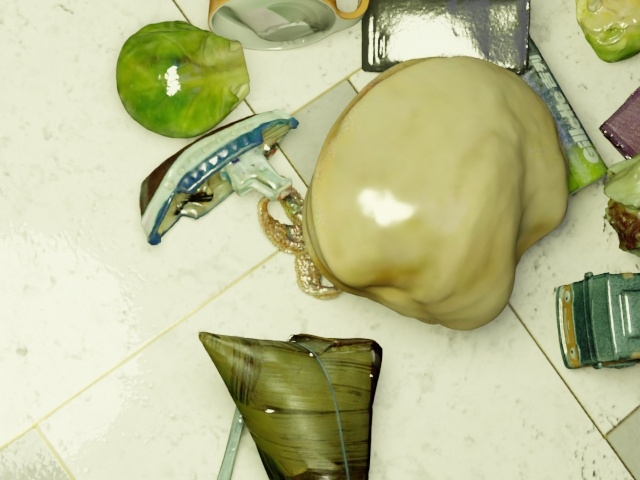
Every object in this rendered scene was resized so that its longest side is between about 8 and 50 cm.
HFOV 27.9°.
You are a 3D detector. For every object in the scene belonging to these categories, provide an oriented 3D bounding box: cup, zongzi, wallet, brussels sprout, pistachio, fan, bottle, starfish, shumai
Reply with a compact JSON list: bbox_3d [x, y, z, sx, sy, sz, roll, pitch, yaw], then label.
[{"bbox_3d":[-0.047,-0.399,1.809,0.226,0.182,0.263,1,73,-12],"label":"cup"},{"bbox_3d":[-0.055,0.253,1.650,0.300,0.138,0.286,16,74,-45],"label":"zongzi"},{"bbox_3d":[0.519,-0.187,1.996,0.111,0.030,0.166,47,72,-4],"label":"wallet"},{"bbox_3d":[0.463,-0.349,1.968,0.152,0.122,0.149,-13,64,6],"label":"brussels sprout"},{"bbox_3d":[0.180,-0.303,1.862,0.244,0.025,0.124,2,96,9],"label":"wallet"},{"bbox_3d":[-0.186,-0.217,1.751,0.181,0.143,0.161,0,44,-4],"label":"brussels sprout"},{"bbox_3d":[0.161,-0.062,1.729,0.445,0.281,0.365,-27,107,-37],"label":"pistachio"},{"bbox_3d":[-0.117,0.271,1.729,0.023,0.057,0.282,19,81,-20],"label":"fan"},{"bbox_3d":[0.306,-0.221,1.910,0.093,0.093,0.330,-30,88,-19],"label":"bottle"},{"bbox_3d":[-0.002,0.000,1.815,0.210,0.053,0.150,31,85,-12],"label":"starfish"},{"bbox_3d":[0.504,-0.071,1.878,0.218,0.189,0.255,-14,122,-15],"label":"shumai"}]

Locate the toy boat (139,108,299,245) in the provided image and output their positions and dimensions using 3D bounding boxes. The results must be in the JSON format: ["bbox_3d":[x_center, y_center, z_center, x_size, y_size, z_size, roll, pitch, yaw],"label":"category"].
[{"bbox_3d":[-0.129,-0.079,1.741,0.262,0.114,0.115,-30,72,-10],"label":"toy boat"}]

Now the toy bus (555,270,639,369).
[{"bbox_3d":[0.495,0.113,1.860,0.275,0.167,0.138,-1,80,-15],"label":"toy bus"}]
